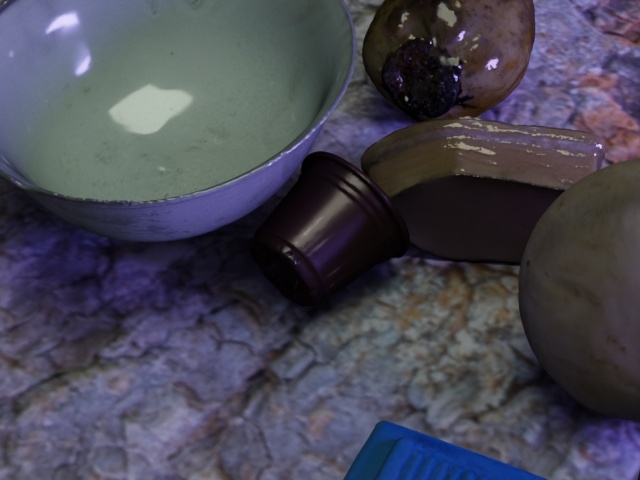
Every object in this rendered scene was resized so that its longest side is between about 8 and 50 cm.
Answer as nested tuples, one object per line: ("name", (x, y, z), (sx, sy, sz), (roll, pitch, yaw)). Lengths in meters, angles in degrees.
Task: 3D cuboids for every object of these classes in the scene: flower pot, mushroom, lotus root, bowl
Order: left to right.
("bowl", (-0.121, -0.090, 1.281), (0.313, 0.146, 0.313), (-3, 46, 3))
("flower pot", (0.000, 0.000, 1.252), (0.111, 0.111, 0.089), (34, 67, 25))
("lotus root", (0.121, -0.183, 1.406), (0.138, 0.138, 0.214), (22, 50, 16))
("mushroom", (0.259, 0.032, 1.169), (0.209, 0.206, 0.206), (-31, 56, -34))

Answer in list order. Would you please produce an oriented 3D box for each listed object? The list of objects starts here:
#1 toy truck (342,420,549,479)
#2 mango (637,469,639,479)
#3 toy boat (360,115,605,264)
("toy truck", (0.170, 0.257, 0.976), (0.385, 0.162, 0.161), (21, 48, 15))
("mango", (0.339, 0.197, 1.030), (0.293, 0.175, 0.143), (23, 58, 25))
("toy boat", (0.124, -0.037, 1.278), (0.188, 0.116, 0.061), (5, 54, -1))
